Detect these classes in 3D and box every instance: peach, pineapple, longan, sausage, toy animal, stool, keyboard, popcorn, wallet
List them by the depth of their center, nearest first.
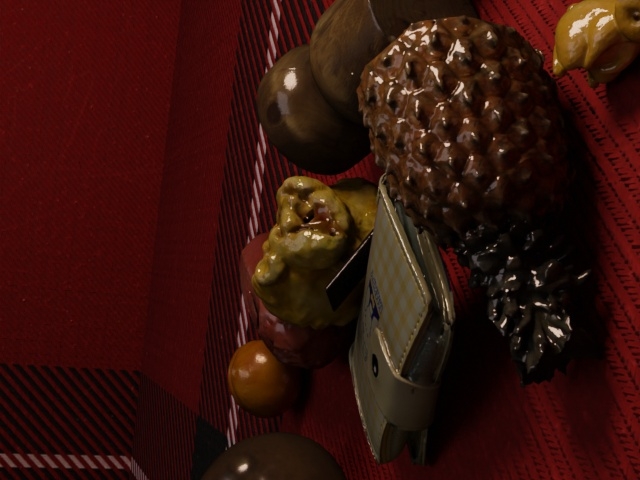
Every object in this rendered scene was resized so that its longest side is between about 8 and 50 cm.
[{"bbox_3d":[0.277,-0.198,0.756,0.159,0.070,0.083,-20,63,61],"label":"toy animal"},{"bbox_3d":[0.161,-0.038,0.845,0.202,0.202,0.362,136,125,-58],"label":"pineapple"},{"bbox_3d":[0.091,0.105,1.009,0.309,0.077,0.223,95,170,-46],"label":"wallet"},{"bbox_3d":[0.074,0.000,1.079,0.202,0.011,0.067,-50,-27,-17],"label":"keyboard"},{"bbox_3d":[0.057,-0.217,1.102,0.264,0.179,0.179,-34,52,50],"label":"stool"},{"bbox_3d":[0.000,0.000,1.180,0.226,0.203,0.200,-31,34,10],"label":"popcorn"},{"bbox_3d":[-0.071,0.402,1.201,0.258,0.258,0.258,-173,90,-69],"label":"longan"},{"bbox_3d":[-0.044,0.088,1.362,0.279,0.152,0.152,-119,41,-55],"label":"sausage"},{"bbox_3d":[-0.093,0.237,1.473,0.138,0.138,0.138,-173,90,-69],"label":"peach"}]
